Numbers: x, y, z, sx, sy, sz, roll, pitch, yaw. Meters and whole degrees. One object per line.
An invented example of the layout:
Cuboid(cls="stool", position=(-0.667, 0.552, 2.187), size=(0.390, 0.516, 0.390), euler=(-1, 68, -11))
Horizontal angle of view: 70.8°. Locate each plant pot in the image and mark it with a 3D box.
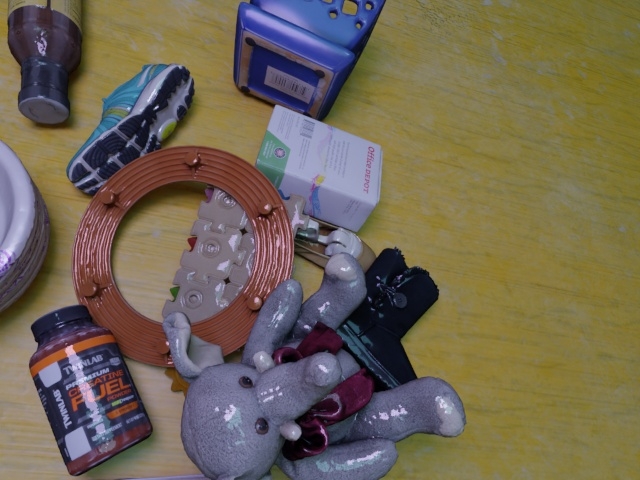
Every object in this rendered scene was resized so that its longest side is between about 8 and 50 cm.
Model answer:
Cuboid(cls="plant pot", position=(-0.034, -0.373, 0.832), size=(0.235, 0.236, 0.212), euler=(22, 71, -8))

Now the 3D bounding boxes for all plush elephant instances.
Cuboid(cls="plush elephant", position=(-0.041, 0.176, 0.511), size=(0.329, 0.255, 0.272), euler=(-31, 73, 9))

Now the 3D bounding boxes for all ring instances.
Cuboid(cls="ring", position=(-0.206, 0.013, 0.661), size=(0.336, 0.032, 0.337), euler=(0, 78, 2))

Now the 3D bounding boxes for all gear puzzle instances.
Cuboid(cls="gear puzzle", position=(-0.136, 0.073, 0.685), size=(0.175, 0.044, 0.339), euler=(16, 79, 6))

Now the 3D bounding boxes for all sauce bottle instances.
Cuboid(cls="sauce bottle", position=(-0.459, -0.358, 0.750), size=(0.111, 0.111, 0.345), euler=(-2, 69, -19))

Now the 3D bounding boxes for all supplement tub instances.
Cuboid(cls="supplement tub", position=(-0.304, 0.186, 0.583), size=(0.106, 0.106, 0.198), euler=(-24, 78, -25))

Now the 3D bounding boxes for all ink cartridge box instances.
Cuboid(cls="ink cartridge box", position=(-0.005, -0.126, 0.797), size=(0.212, 0.093, 0.154), euler=(17, 51, -9))

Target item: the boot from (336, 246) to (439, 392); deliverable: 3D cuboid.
Cuboid(cls="boot", position=(0.139, 0.152, 0.743), size=(0.207, 0.094, 0.246), euler=(-40, 84, -26))

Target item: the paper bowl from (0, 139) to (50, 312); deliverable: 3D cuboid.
Cuboid(cls="paper bowl", position=(-0.507, -0.009, 0.572), size=(0.284, 0.148, 0.285), euler=(6, 68, -15))

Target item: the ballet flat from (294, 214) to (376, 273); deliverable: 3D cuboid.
Cuboid(cls="ballet flat", position=(0.000, 0.000, 0.774), size=(0.232, 0.073, 0.080), euler=(18, 63, -11))

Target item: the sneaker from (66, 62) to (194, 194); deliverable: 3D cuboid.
Cuboid(cls="sneaker", position=(-0.319, -0.190, 0.750), size=(0.109, 0.107, 0.275), euler=(20, 64, 22))

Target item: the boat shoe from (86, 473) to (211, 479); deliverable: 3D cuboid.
Cuboid(cls="boat shoe", position=(-0.236, 0.349, 0.509), size=(0.366, 0.156, 0.136), euler=(2, 68, -18))
